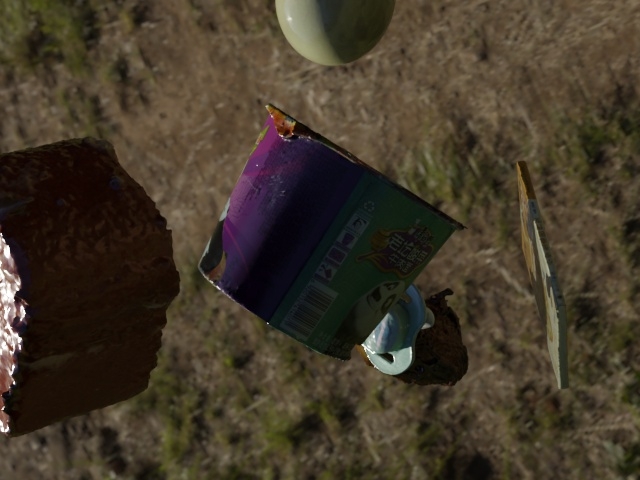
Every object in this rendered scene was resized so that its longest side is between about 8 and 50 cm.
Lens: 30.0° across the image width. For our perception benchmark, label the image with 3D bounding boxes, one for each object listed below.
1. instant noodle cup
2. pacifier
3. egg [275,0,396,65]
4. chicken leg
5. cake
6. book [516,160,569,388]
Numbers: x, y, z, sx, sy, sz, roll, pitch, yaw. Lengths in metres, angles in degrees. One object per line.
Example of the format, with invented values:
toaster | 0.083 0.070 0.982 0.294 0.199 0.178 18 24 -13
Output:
instant noodle cup | 0.000 0.000 1.260 0.251 0.251 0.190 35 94 33
pacifier | 0.117 0.119 1.764 0.127 0.117 0.150 22 110 40
egg | 0.026 -0.396 1.853 0.189 0.189 0.253 33 129 35
chicken leg | 0.139 0.135 1.938 0.323 0.177 0.083 32 172 -32
cake | -0.231 0.035 1.023 0.177 0.151 0.283 60 150 27
book | 0.340 0.050 1.821 0.207 0.020 0.295 76 -174 -47
